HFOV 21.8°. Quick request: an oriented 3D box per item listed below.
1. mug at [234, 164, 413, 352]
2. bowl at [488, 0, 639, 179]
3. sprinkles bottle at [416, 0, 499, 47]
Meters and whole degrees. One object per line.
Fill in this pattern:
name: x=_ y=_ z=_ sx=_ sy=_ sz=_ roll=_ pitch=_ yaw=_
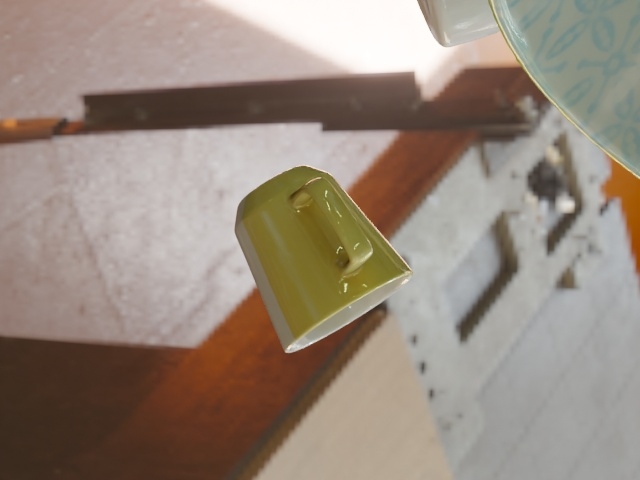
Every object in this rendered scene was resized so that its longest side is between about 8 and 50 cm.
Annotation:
mug: x=0.001 y=0.000 z=0.688 sx=0.062 sy=0.078 sz=0.064 roll=-20 pitch=76 yaw=-50
bowl: x=0.220 y=-0.109 z=0.620 sx=0.289 sy=0.289 sz=0.156 roll=47 pitch=67 yaw=-45
sprinkles bottle: x=0.238 y=-0.255 z=1.250 sx=0.121 sy=0.355 sz=0.121 roll=161 pitch=-90 yaw=-90
